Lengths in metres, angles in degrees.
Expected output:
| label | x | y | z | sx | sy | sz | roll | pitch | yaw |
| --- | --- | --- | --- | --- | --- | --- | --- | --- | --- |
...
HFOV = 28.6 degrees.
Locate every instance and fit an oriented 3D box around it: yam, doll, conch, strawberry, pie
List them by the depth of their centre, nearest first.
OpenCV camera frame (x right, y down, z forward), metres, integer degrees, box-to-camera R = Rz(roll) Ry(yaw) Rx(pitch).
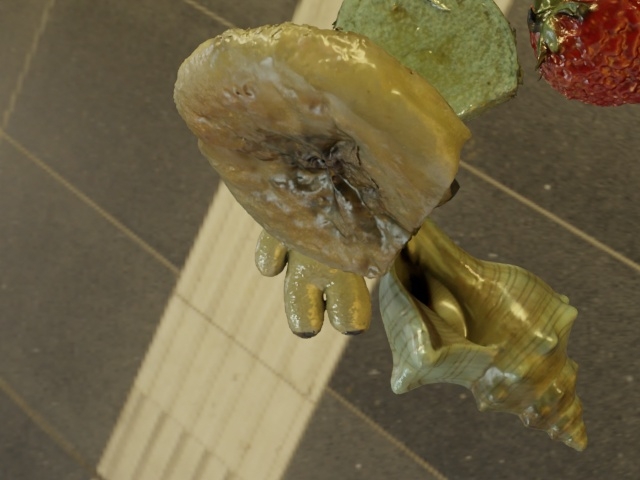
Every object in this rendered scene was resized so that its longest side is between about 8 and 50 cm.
| label | x | y | z | sx | sy | sz | roll | pitch | yaw |
| --- | --- | --- | --- | --- | --- | --- | --- | --- | --- |
| pie | -0.006 | -0.059 | 0.771 | 0.185 | 0.218 | 0.052 | 33 | 65 | 5 |
| conch | 0.094 | 0.065 | 0.878 | 0.234 | 0.137 | 0.114 | 28 | 131 | -1 |
| strawberry | 0.237 | -0.158 | 1.014 | 0.131 | 0.148 | 0.131 | -35 | 31 | 25 |
| yam | 0.113 | -0.205 | 1.391 | 0.202 | 0.271 | 0.201 | -24 | 85 | 10 |
| doll | -0.004 | 0.000 | 1.775 | 0.149 | 0.175 | 0.278 | -156 | 60 | -72 |
